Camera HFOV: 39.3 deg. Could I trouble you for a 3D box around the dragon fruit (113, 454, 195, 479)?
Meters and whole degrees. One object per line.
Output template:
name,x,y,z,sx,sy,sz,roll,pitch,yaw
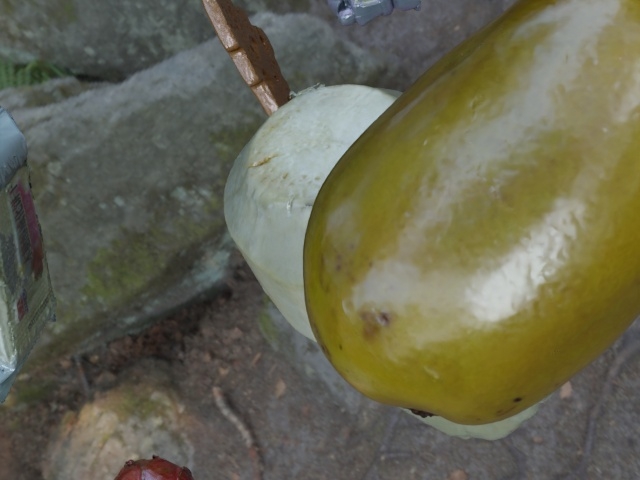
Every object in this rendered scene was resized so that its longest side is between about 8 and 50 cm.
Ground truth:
dragon fruit,-0.295,0.481,1.607,0.209,0.172,0.172,24,75,28

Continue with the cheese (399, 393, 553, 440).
cheese,0.209,0.186,1.436,0.326,0.318,0.115,24,48,9

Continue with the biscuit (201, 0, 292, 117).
biscuit,-0.146,-0.369,1.727,0.043,0.306,0.284,-26,46,14

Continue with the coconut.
coconut,0.040,-0.024,1.107,0.322,0.323,0.323,-24,45,26

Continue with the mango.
mango,0.168,-0.034,0.813,0.300,0.232,0.446,42,102,25

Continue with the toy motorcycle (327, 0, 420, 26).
toy motorcycle,0.092,-0.451,1.666,0.225,0.073,0.152,6,50,31

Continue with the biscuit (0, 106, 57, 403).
biscuit,-0.371,0.013,1.011,0.079,0.309,0.186,3,31,3
